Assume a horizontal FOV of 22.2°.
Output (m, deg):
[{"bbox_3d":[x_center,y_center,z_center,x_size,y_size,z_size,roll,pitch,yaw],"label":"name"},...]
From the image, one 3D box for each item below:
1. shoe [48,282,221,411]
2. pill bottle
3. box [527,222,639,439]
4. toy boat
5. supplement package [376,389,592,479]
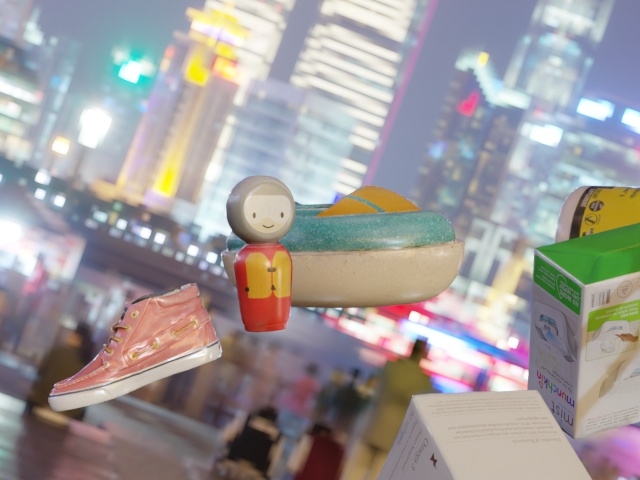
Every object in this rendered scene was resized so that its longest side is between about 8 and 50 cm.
[{"bbox_3d":[-0.190,0.103,1.596,0.178,0.081,0.063,-20,6,-15],"label":"shoe"},{"bbox_3d":[0.527,0.017,2.388,0.334,0.188,0.188,4,-10,30],"label":"pill bottle"},{"bbox_3d":[0.415,0.109,2.133,0.262,0.231,0.127,-14,30,-23],"label":"box"},{"bbox_3d":[0.000,0.000,1.669,0.267,0.148,0.318,-1,5,25],"label":"toy boat"},{"bbox_3d":[0.121,0.198,1.078,0.105,0.105,0.179,1,39,-27],"label":"supplement package"}]
